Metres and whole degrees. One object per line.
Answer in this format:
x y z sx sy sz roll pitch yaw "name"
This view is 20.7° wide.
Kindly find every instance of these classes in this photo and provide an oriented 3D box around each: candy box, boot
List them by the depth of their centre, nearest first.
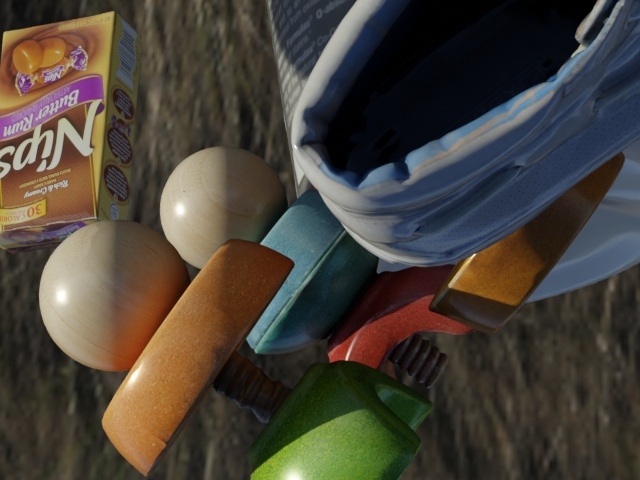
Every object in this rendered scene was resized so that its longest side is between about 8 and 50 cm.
0.103 -0.087 0.546 0.258 0.095 0.123 -43 169 4 "boot"
-0.209 -0.088 1.430 0.109 0.186 0.053 -8 158 21 "candy box"

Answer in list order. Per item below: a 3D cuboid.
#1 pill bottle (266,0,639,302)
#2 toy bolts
0.070 -0.158 0.982 0.210 0.363 0.210 -8 160 -3 "pill bottle"
0.000 0.000 0.745 0.158 0.228 0.218 37 95 2 "toy bolts"
